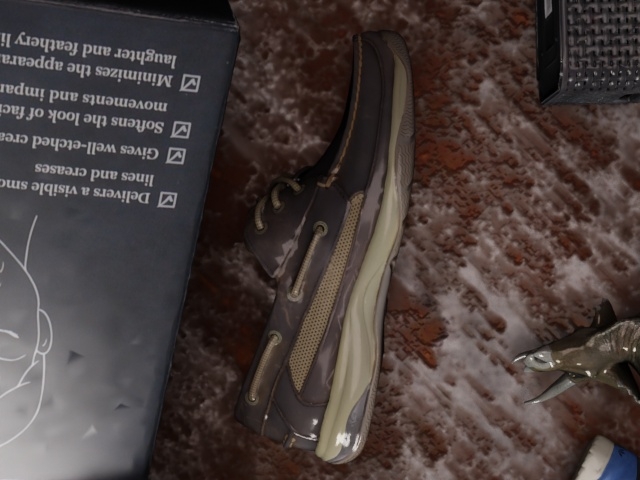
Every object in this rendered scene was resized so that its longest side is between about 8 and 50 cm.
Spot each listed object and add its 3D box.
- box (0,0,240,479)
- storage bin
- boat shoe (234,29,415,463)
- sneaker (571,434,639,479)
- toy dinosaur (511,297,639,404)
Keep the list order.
[{"bbox_3d":[-0.249,-0.021,0.856,0.294,0.212,0.395,6,117,-19],"label":"box"},{"bbox_3d":[0.223,-0.204,1.000,0.084,0.122,0.180,0,89,1],"label":"storage bin"},{"bbox_3d":[0.000,0.000,1.000,0.130,0.132,0.355,9,88,1],"label":"boat shoe"},{"bbox_3d":[0.232,0.247,1.027,0.085,0.058,0.152,28,84,10],"label":"sneaker"},{"bbox_3d":[0.325,0.110,0.978,0.314,0.160,0.121,25,61,5],"label":"toy dinosaur"}]
